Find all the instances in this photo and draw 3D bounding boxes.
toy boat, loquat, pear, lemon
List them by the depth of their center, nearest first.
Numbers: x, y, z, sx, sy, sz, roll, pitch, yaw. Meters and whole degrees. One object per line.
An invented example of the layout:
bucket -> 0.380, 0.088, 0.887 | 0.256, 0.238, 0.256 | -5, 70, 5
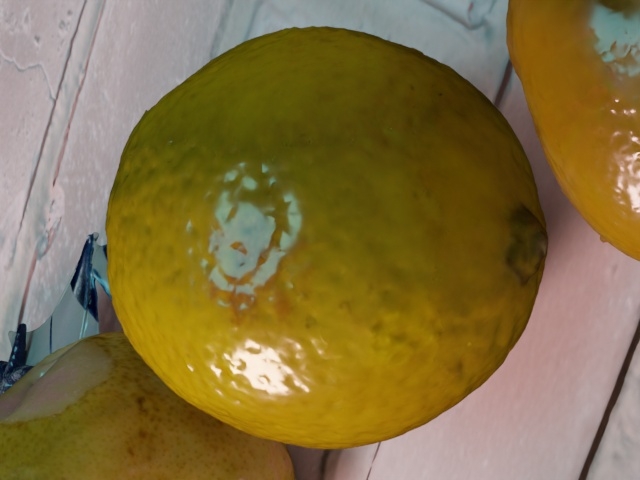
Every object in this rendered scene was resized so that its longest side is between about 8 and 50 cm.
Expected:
loquat -> 0.194, -0.087, 0.909 | 0.213, 0.213, 0.213 | -9, 78, 53
lemon -> 0.000, -0.001, 1.104 | 0.267, 0.267, 0.267 | -9, 78, 53
pear -> -0.147, 0.185, 1.277 | 0.271, 0.271, 0.271 | -9, 78, 53
toy boat -> -0.238, 0.124, 1.567 | 0.210, 0.070, 0.292 | 20, 98, 48
